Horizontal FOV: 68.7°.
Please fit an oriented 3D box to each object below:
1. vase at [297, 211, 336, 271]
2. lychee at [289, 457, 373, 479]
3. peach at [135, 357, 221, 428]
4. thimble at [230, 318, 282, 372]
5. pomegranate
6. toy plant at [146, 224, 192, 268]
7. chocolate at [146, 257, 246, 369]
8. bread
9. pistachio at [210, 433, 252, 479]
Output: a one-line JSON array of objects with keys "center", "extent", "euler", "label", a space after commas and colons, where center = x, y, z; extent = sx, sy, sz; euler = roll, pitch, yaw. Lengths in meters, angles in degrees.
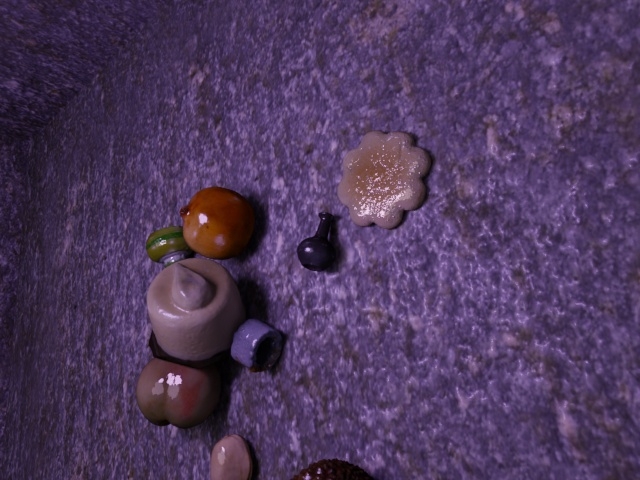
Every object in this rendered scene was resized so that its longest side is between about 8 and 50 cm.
[{"center": [0.000, 0.000, 1.434], "extent": [0.120, 0.120, 0.183], "euler": [1, 65, 40], "label": "vase"}, {"center": [0.027, 0.683, 1.163], "extent": [0.267, 0.267, 0.267], "euler": [-11, 73, 38], "label": "lychee"}, {"center": [-0.482, 0.495, 1.613], "extent": [0.292, 0.247, 0.292], "euler": [-9, 69, 25], "label": "peach"}, {"center": [-0.205, 0.336, 1.505], "extent": [0.118, 0.127, 0.151], "euler": [21, 93, 42], "label": "thimble"}, {"center": [-0.367, -0.061, 1.652], "extent": [0.264, 0.264, 0.264], "euler": [-11, 73, 38], "label": "pomegranate"}, {"center": [-0.568, 0.118, 1.841], "extent": [0.224, 0.184, 0.316], "euler": [-25, 74, 13], "label": "toy plant"}, {"center": [-0.421, 0.204, 1.536], "extent": [0.326, 0.297, 0.314], "euler": [8, 44, 22], "label": "chocolate"}, {"center": [0.173, -0.182, 1.365], "extent": [0.316, 0.054, 0.316], "euler": [-11, 72, 36], "label": "bread"}, {"center": [-0.285, 0.722, 1.486], "extent": [0.145, 0.117, 0.200], "euler": [-5, 77, 34], "label": "pistachio"}]
